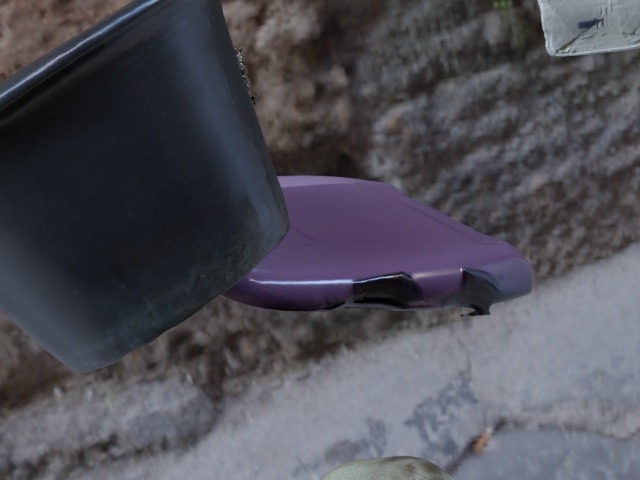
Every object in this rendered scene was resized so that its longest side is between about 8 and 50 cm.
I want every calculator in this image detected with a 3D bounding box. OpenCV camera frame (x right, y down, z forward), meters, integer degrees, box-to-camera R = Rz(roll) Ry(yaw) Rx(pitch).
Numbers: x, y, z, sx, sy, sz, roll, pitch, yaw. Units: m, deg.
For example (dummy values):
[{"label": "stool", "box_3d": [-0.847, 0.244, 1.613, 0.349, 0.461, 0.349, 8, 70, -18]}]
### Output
[{"label": "calculator", "box_3d": [0.001, -0.001, 0.947, 0.294, 0.043, 0.194, -2, 24, -42]}]

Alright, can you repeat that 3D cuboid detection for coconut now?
[{"label": "coconut", "box_3d": [0.096, 0.356, 1.689, 0.224, 0.224, 0.224, -8, 45, 9]}]

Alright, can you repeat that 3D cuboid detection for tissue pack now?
[{"label": "tissue pack", "box_3d": [0.134, -0.123, 0.652, 0.062, 0.042, 0.083, -3, 37, 16]}]

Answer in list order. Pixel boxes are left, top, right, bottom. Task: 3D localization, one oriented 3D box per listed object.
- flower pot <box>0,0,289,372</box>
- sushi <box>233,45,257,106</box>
[{"label": "flower pot", "box_3d": [-0.110, -0.028, 0.736, 0.235, 0.148, 0.235, -33, 10, 7]}, {"label": "sushi", "box_3d": [-0.084, -0.136, 1.161, 0.055, 0.120, 0.052, -28, 53, 4]}]
